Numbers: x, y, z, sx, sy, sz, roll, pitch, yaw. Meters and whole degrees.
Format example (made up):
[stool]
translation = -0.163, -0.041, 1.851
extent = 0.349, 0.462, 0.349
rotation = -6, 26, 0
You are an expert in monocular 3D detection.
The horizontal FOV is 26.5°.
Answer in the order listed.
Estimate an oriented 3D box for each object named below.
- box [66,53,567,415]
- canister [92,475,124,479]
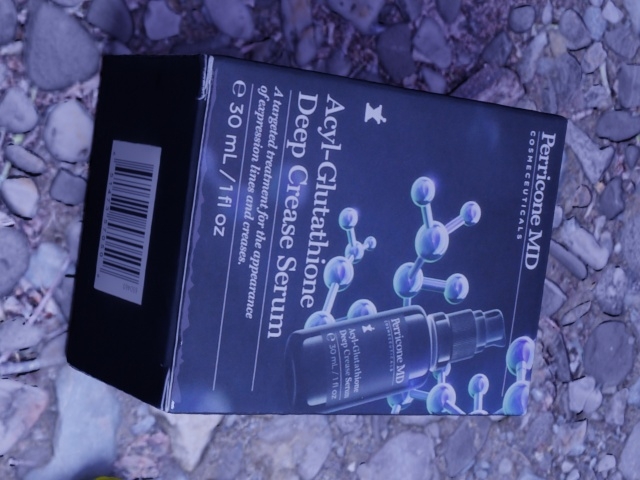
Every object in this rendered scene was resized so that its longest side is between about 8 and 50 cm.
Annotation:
[box]
translation = 0.000, 0.000, 1.260
extent = 0.396, 0.212, 0.293
rotation = 5, 94, -34
[canister]
translation = -0.227, 0.304, 1.208
extent = 0.170, 0.073, 0.126
rotation = -32, 114, -49
